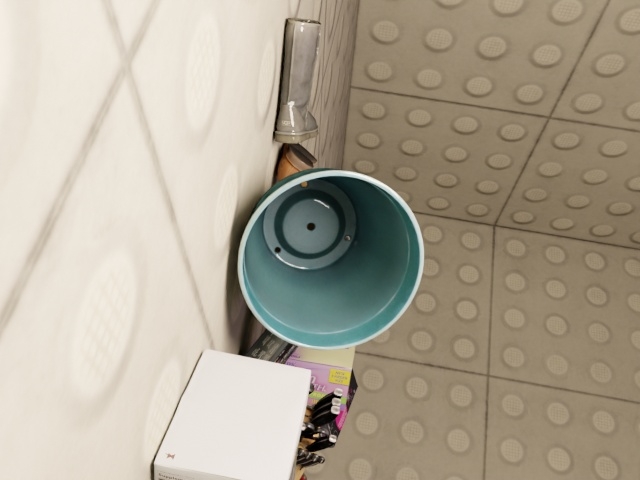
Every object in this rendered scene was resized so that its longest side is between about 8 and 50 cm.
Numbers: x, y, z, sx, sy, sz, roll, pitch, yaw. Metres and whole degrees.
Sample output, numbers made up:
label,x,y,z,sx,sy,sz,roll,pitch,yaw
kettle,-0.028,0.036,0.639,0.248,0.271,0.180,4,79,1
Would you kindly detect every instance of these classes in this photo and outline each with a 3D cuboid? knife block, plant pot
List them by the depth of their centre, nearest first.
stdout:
label,x,y,z,sx,sy,sz,roll,pitch,yaw
plant pot,0.000,0.000,1.024,0.255,0.272,0.271,-118,-144,-72
knife block,-0.055,0.346,1.197,0.242,0.088,0.276,-62,-164,4

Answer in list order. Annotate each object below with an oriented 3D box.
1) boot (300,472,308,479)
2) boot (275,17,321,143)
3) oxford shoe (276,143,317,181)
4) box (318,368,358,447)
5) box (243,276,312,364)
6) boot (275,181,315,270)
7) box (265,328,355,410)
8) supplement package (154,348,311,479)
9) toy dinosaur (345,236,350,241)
label,x,y,z,sx,sy,sz,roll,pitch,yaw
boot,-0.107,0.636,1.384,0.284,0.138,0.376,142,-45,-73
boot,-0.036,-0.288,1.128,0.189,0.076,0.208,-76,168,-73
oxford shoe,-0.057,-0.152,1.244,0.076,0.076,0.212,-51,-173,16
box,-0.016,0.386,1.613,0.247,0.142,0.163,-56,134,-60
box,-0.067,0.183,1.206,0.220,0.051,0.175,-50,170,-13
boot,-0.050,0.014,1.271,0.203,0.095,0.261,78,32,-79
box,-0.028,0.267,1.486,0.243,0.214,0.117,-72,171,-68
supplement package,-0.108,0.287,0.803,0.194,0.150,0.203,-75,174,-57
toy dinosaur,0.000,-0.006,1.392,0.322,0.165,0.218,-85,161,-62
